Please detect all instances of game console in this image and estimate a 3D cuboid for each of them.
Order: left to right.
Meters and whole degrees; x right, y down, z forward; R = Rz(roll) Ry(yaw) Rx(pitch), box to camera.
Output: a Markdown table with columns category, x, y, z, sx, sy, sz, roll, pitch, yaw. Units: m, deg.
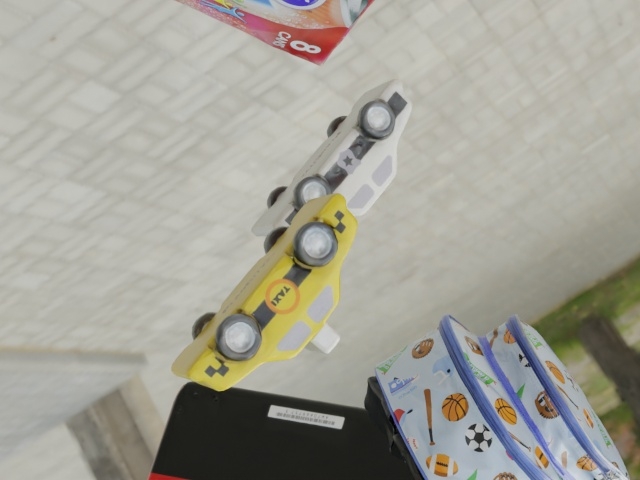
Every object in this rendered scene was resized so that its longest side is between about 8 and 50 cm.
| category | x | y | z | sx | sy | sz | roll | pitch | yaw |
| --- | --- | --- | --- | --- | --- | --- | --- | --- | --- |
| game console | -0.050 | 0.359 | 1.447 | 0.386 | 0.342 | 0.060 | 7 | 145 | 15 |

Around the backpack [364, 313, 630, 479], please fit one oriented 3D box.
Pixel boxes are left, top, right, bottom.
| category | x | y | z | sx | sy | sz | roll | pitch | yaw |
| --- | --- | --- | --- | --- | --- | --- | --- | --- | --- |
| backpack | 0.181 | 0.205 | 1.200 | 0.213 | 0.276 | 0.263 | -45 | 138 | 12 |

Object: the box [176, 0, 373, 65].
| category | x | y | z | sx | sy | sz | roll | pitch | yaw |
| --- | --- | --- | --- | --- | --- | --- | --- | --- | --- |
| box | 0.007 | -0.217 | 0.436 | 0.128 | 0.122 | 0.257 | 146 | -34 | -72 |

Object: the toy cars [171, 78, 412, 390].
| category | x | y | z | sx | sy | sz | roll | pitch | yaw |
| --- | --- | --- | --- | --- | --- | --- | --- | --- | --- |
| toy cars | 0.000 | 0.000 | 0.987 | 0.176 | 0.087 | 0.394 | -39 | -165 | 35 |
